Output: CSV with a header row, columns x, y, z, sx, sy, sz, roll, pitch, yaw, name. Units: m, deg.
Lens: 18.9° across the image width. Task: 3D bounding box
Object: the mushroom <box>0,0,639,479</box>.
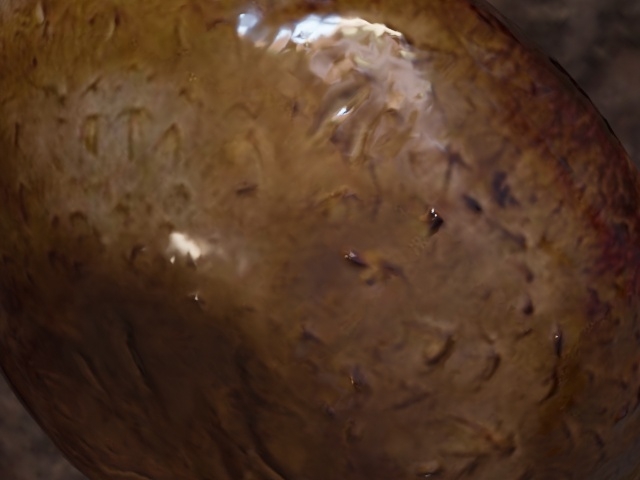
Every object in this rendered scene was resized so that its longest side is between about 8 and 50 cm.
x,y,z,sx,sy,sz,roll,pitch,yaw,name
-0.011,0.015,0.826,0.345,0.345,0.239,71,-152,-53,mushroom
